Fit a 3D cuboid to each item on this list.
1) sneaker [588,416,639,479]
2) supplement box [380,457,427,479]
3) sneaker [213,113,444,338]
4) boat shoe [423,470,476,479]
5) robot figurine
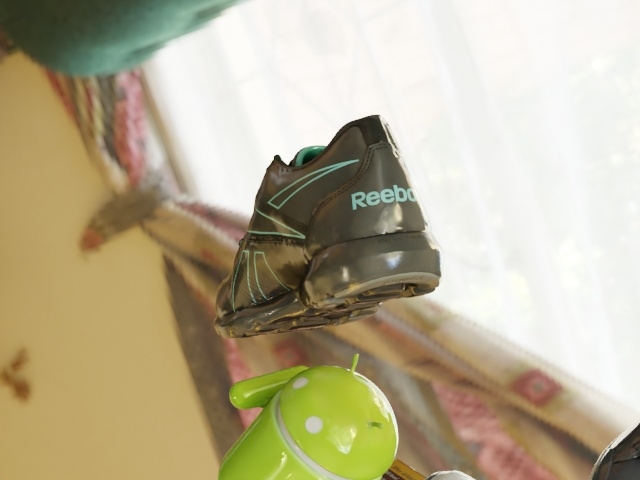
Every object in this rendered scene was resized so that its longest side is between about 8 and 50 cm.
[{"bbox_3d":[0.249,0.093,1.029,0.226,0.086,0.163,-42,149,-34],"label":"sneaker"},{"bbox_3d":[0.038,0.318,1.520,0.194,0.129,0.191,-12,-165,-23],"label":"supplement box"},{"bbox_3d":[0.000,0.000,1.005,0.101,0.106,0.267,-7,171,-25],"label":"sneaker"},{"bbox_3d":[0.010,0.300,1.303,0.119,0.121,0.335,19,-133,34],"label":"boat shoe"},{"bbox_3d":[-0.006,0.109,0.788,0.067,0.101,0.115,12,130,-36],"label":"robot figurine"}]
